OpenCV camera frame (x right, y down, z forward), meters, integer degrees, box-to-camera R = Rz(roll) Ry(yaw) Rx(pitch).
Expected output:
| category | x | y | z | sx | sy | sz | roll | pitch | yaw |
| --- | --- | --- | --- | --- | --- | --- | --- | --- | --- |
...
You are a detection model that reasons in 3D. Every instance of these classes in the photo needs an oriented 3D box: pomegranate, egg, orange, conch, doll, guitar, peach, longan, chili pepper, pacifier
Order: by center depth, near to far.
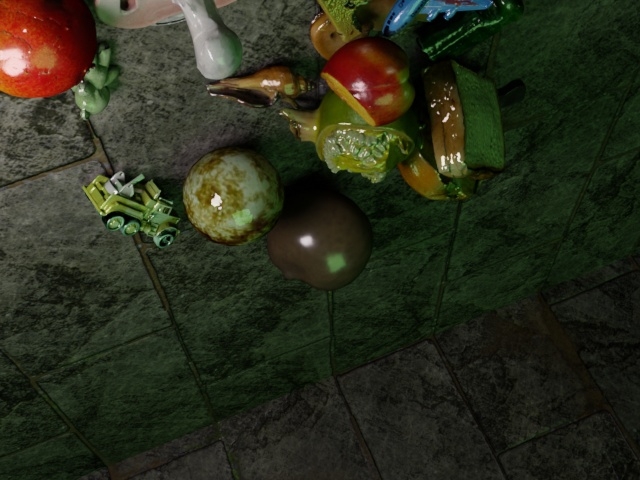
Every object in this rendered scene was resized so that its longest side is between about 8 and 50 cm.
| category | x | y | z | sx | sy | sz | roll | pitch | yaw |
| --- | --- | --- | --- | --- | --- | --- | --- | --- | --- |
| pomegranate | -0.493 | -0.344 | 1.445 | 0.235 | 0.210 | 0.210 | 17 | 153 | 12 |
| pacifier | -0.225 | -0.427 | 1.496 | 0.332 | 0.273 | 0.220 | -20 | 137 | -19 |
| doll | -0.444 | -0.317 | 1.673 | 0.115 | 0.077 | 0.150 | -51 | 166 | -49 |
| peach | 0.099 | -0.330 | 1.801 | 0.192 | 0.190 | 0.190 | -12 | 156 | 18 |
| conch | -0.126 | -0.335 | 1.885 | 0.232 | 0.086 | 0.080 | -14 | -167 | 4 |
| chili pepper | 0.362 | -0.506 | 1.964 | 0.270 | 0.099 | 0.136 | -35 | 142 | 25 |
| pomegranate | 0.071 | -0.270 | 2.009 | 0.340 | 0.260 | 0.260 | 12 | 143 | -7 |
| egg | -0.202 | -0.103 | 2.051 | 0.238 | 0.238 | 0.289 | -29 | 170 | 7 |
| orange | 0.296 | -0.228 | 2.214 | 0.196 | 0.263 | 0.334 | -23 | 167 | 24 |
| guitar | 0.454 | -0.374 | 2.344 | 0.233 | 0.025 | 0.088 | -21 | 153 | -9 |
| longan | -0.001 | -0.004 | 2.350 | 0.297 | 0.297 | 0.297 | -20 | 152 | -11 |

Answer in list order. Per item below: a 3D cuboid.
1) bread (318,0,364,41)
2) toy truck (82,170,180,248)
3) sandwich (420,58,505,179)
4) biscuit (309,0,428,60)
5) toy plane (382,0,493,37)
| category | x | y | z | sx | sy | sz | roll | pitch | yaw |
| --- | --- | --- | --- | --- | --- | --- | --- | --- | --- |
| bread | 0.033 | -0.497 | 1.717 | 0.088 | 0.049 | 0.226 | -34 | 139 | 8 |
| toy truck | -0.422 | -0.083 | 2.026 | 0.135 | 0.128 | 0.259 | -45 | 149 | 7 |
| sandwich | 0.357 | -0.284 | 2.099 | 0.099 | 0.271 | 0.301 | -5 | 179 | 30 |
| biscuit | 0.117 | -0.487 | 1.856 | 0.299 | 0.045 | 0.154 | -23 | 151 | -5 |
| toy plane | 0.214 | -0.522 | 1.738 | 0.254 | 0.105 | 0.271 | 36 | 127 | -12 |
